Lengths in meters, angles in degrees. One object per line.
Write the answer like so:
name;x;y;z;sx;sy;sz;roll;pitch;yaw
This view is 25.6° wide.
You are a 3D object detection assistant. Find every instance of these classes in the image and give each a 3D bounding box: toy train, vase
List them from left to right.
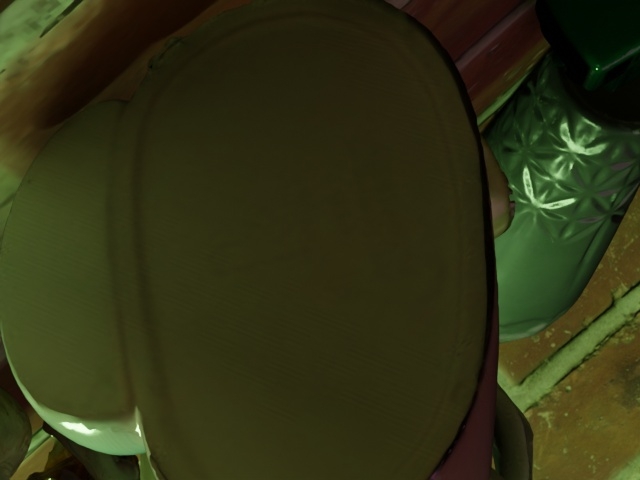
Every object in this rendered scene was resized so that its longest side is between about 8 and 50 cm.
vase;0.193;-0.062;1.134;0.251;0.156;0.301;-55;173;-28
toy train;0.195;-0.144;0.854;0.136;0.091;0.227;-31;173;0

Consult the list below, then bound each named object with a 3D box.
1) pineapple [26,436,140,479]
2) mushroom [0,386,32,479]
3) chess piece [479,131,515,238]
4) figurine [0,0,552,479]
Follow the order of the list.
pineapple;-0.165;0.197;0.827;0.164;0.139;0.250;-19;-155;5
mushroom;-0.149;0.092;0.547;0.083;0.067;0.083;-51;174;-8
chess piece;0.000;0.000;0.775;0.200;0.090;0.090;-26;167;-19
figurine;-0.002;0.051;0.535;0.206;0.284;0.315;-36;143;-14
